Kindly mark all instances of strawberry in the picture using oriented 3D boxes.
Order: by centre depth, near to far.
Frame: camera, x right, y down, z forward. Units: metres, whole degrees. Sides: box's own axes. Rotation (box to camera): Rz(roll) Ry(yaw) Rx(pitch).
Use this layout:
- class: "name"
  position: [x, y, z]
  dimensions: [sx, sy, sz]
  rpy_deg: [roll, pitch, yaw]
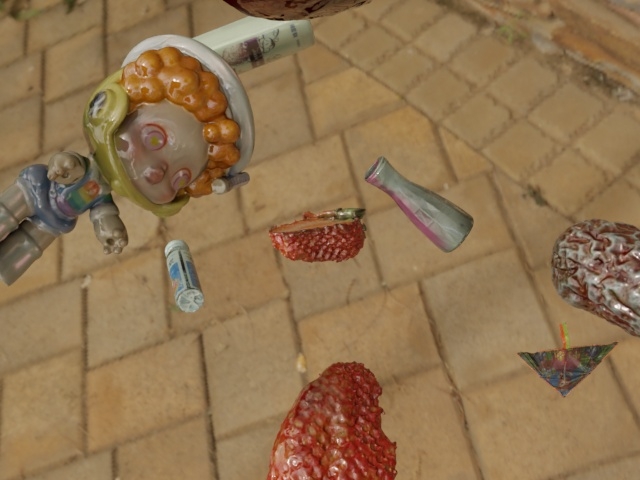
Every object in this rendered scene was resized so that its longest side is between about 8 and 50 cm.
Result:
- class: "strawberry"
  position: [-0.002, 0.263, 1.091]
  dimensions: [0.175, 0.106, 0.236]
  rpy_deg: [-28, 59, 21]
- class: "strawberry"
  position: [0.000, 0.000, 2.016]
  dimensions: [0.188, 0.106, 0.286]
  rpy_deg: [2, 14, 42]

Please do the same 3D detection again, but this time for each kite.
- class: "kite"
  position: [0.439, 0.213, 1.639]
  dimensions: [0.190, 0.010, 0.159]
  rpy_deg: [-9, 48, 30]

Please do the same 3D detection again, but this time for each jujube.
- class: "jujube"
  position: [0.619, 0.077, 1.851]
  dimensions: [0.226, 0.226, 0.317]
  rpy_deg: [-42, 37, -11]

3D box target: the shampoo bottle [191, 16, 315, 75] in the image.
- class: "shampoo bottle"
  position: [-0.189, -0.359, 1.783]
  dimensions: [0.359, 0.134, 0.078]
  rpy_deg: [-21, 70, 0]

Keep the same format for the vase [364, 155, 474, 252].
- class: "vase"
  position: [0.180, -0.072, 1.705]
  dimensions: [0.086, 0.214, 0.086]
  rpy_deg: [-50, 11, 14]

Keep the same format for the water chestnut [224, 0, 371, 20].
- class: "water chestnut"
  position: [-0.045, -0.304, 0.639]
  dimensions: [0.300, 0.300, 0.300]
  rpy_deg: [-13, 49, 15]

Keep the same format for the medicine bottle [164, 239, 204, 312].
- class: "medicine bottle"
  position: [-0.247, 0.061, 1.651]
  dimensions: [0.051, 0.051, 0.191]
  rpy_deg: [-29, 31, 1]

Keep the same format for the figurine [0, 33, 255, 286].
- class: "figurine"
  position: [-0.274, -0.112, 1.142]
  dimensions: [0.381, 0.225, 0.205]
  rpy_deg: [-26, 35, -22]
